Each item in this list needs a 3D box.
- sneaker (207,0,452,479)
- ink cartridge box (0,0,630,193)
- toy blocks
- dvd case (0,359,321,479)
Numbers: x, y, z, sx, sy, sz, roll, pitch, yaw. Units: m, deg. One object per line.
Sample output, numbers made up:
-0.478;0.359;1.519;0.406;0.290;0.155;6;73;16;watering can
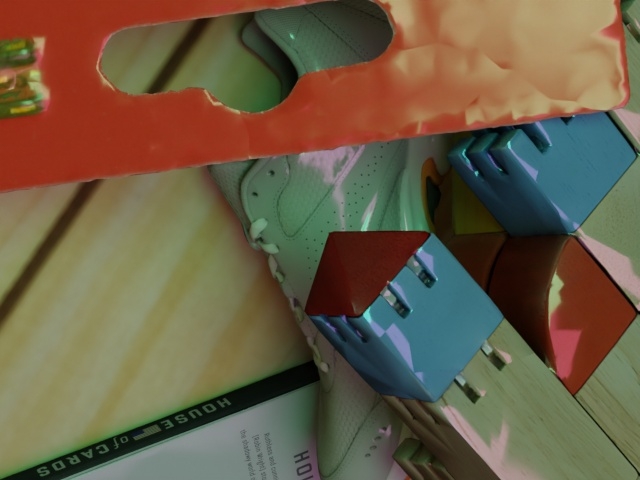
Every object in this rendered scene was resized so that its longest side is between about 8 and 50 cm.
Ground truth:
0.000;0.000;0.768;0.121;0.099;0.262;2;95;-16;sneaker
-0.051;-0.212;0.550;0.308;0.091;0.385;-7;101;3;ink cartridge box
0.152;0.007;0.709;0.381;0.190;0.261;-48;109;-19;toy blocks
-0.085;0.182;0.829;0.238;0.029;0.179;-19;117;-20;dvd case
